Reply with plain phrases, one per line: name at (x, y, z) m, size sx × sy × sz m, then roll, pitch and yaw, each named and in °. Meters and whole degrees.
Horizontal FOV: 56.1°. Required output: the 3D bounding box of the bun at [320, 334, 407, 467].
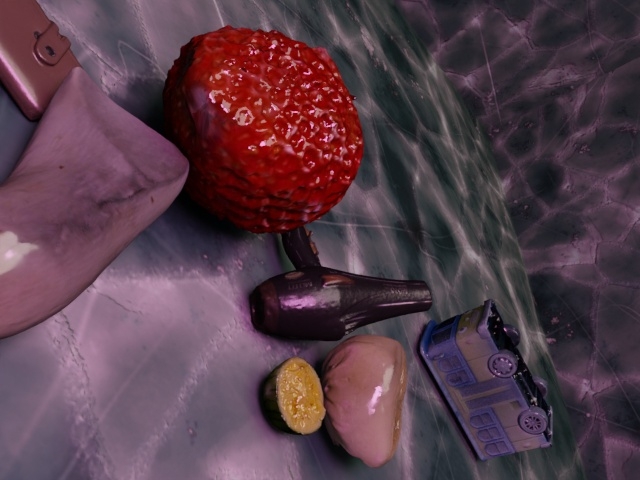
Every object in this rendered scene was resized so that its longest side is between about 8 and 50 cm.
bun at (0.060, 0.240, 0.906) m, size 0.178 × 0.127 × 0.193 m, roll 70°, pitch 27°, yaw -58°

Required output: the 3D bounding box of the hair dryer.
hair dryer at (0.000, 0.000, 0.984) m, size 0.303 × 0.120 × 0.360 m, roll -6°, pitch 52°, yaw -28°

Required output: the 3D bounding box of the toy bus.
toy bus at (0.370, 0.307, 1.322) m, size 0.312 × 0.190 × 0.152 m, roll 60°, pitch 29°, yaw -9°

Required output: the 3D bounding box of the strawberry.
strawberry at (-0.099, -0.146, 0.816) m, size 0.309 × 0.291 × 0.292 m, roll -16°, pitch 81°, yaw -46°

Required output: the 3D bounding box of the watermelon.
watermelon at (-0.042, 0.215, 0.822) m, size 0.105 × 0.062 × 0.106 m, roll 30°, pitch 51°, yaw -45°

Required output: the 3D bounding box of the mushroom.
mushroom at (-0.274, -0.013, 0.547) m, size 0.177 × 0.126 × 0.397 m, roll 45°, pitch 33°, yaw -15°

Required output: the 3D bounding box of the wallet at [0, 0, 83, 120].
wallet at (-0.338, -0.223, 0.688) m, size 0.153 × 0.038 × 0.118 m, roll 58°, pitch 28°, yaw -23°
